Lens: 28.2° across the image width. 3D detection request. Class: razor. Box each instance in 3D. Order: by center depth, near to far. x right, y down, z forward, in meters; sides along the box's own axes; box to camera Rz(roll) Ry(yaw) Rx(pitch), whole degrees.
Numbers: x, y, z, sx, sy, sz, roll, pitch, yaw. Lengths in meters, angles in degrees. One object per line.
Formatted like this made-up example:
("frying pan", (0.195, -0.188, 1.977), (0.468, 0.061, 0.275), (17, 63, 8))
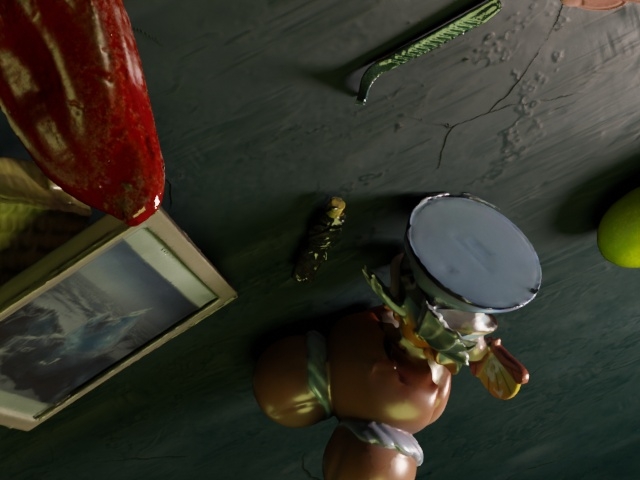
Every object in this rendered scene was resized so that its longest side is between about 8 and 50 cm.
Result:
("razor", (0.112, -0.210, 1.383), (0.190, 0.033, 0.066), (-32, -173, 12))

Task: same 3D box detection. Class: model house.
("model house", (-0.368, -0.002, 1.290), (0.254, 0.160, 0.196), (-45, 152, 25))

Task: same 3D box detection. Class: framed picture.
("framed picture", (-0.269, 0.100, 1.414), (0.326, 0.028, 0.446), (-34, 165, -2))

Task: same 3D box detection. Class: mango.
("mango", (0.519, -0.034, 1.718), (0.293, 0.143, 0.175), (-11, 150, 5))

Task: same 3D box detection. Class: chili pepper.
("chili pepper", (-0.225, -0.121, 1.162), (0.144, 0.252, 0.136), (-14, 163, -22))

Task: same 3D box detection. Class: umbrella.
("umbrella", (0.000, 0.000, 1.592), (0.040, 0.037, 0.144), (-29, 156, -40))

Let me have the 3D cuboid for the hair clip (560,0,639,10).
("hair clip", (0.317, -0.277, 1.334), (0.138, 0.102, 0.123), (-31, 140, 15))

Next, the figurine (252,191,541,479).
("figurine", (0.107, 0.150, 1.675), (0.248, 0.276, 0.388), (-22, 155, -40))
